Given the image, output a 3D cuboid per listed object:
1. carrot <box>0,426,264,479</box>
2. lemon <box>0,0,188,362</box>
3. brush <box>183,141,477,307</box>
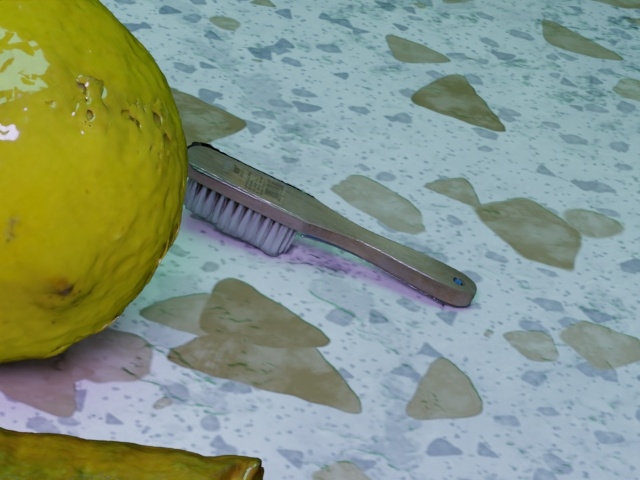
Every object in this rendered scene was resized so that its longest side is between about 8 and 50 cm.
[{"bbox_3d":[-0.147,0.244,1.134,0.341,0.241,0.241,8,29,-6],"label":"carrot"},{"bbox_3d":[-0.292,-0.077,1.540,0.350,0.349,0.387,-4,40,-29],"label":"lemon"},{"bbox_3d":[0.000,0.000,1.826,0.327,0.065,0.070,25,23,1],"label":"brush"}]
